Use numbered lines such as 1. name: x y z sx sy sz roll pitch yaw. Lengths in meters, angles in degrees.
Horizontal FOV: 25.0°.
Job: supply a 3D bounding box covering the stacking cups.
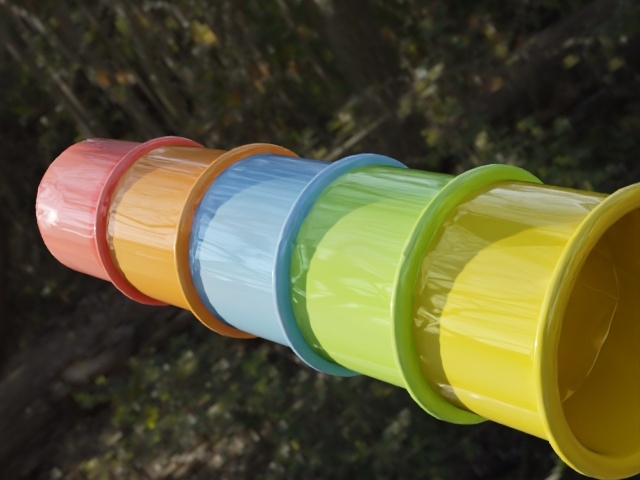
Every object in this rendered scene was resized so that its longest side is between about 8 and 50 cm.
1. stacking cups: 0.000 0.000 0.559 0.096 0.096 0.316 -43 35 -24
